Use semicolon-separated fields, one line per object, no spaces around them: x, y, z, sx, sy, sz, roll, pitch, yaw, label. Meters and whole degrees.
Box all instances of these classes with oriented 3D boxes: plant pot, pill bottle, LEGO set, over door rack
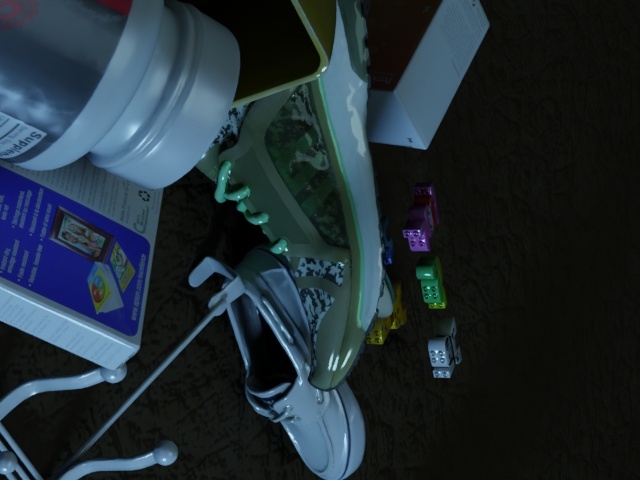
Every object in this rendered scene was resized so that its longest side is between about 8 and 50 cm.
-0.105;-0.228;1.198;0.212;0.212;0.187;62;27;-22;plant pot
-0.216;-0.152;1.010;0.318;0.176;0.176;26;75;-34;pill bottle
0.087;0.060;1.654;0.093;0.087;0.227;-59;143;-53;LEGO set
-0.178;0.064;1.257;0.324;0.108;0.239;-56;139;-32;over door rack

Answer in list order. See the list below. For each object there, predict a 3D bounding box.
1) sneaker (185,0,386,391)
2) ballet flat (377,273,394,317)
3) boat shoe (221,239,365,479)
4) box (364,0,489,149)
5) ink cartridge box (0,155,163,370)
-0.043;-0.065;1.390;0.158;0.182;0.410;-133;-142;-84;sneaker
0.000;0.000;1.533;0.086;0.086;0.248;-51;131;-36;ballet flat
-0.031;0.134;1.500;0.088;0.096;0.267;-38;126;-40;boat shoe
0.071;-0.189;1.540;0.170;0.130;0.091;-62;142;-26;box
-0.213;-0.031;1.092;0.208;0.045;0.206;30;38;-23;ink cartridge box
